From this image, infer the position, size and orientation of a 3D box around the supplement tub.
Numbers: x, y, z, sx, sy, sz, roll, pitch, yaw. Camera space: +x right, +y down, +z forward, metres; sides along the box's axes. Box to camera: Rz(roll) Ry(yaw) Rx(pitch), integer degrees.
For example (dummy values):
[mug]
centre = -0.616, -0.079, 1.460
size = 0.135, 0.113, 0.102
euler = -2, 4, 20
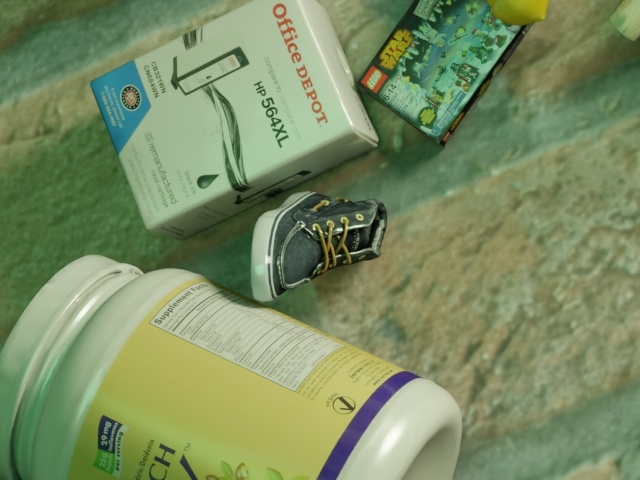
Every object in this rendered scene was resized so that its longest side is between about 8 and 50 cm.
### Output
[supplement tub]
centre = -0.080, 0.167, 1.604
size = 0.331, 0.241, 0.241
euler = 23, 90, 18

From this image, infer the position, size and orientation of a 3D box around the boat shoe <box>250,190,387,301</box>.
[boat shoe]
centre = 0.000, 0.000, 1.637
size = 0.083, 0.183, 0.065
euler = 1, 110, 14

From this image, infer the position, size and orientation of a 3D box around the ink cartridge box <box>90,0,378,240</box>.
[ink cartridge box]
centre = -0.074, -0.110, 1.719
size = 0.203, 0.086, 0.148
euler = -26, 76, 13

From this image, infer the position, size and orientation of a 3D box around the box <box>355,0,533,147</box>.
[box]
centre = 0.107, -0.161, 1.702
size = 0.094, 0.027, 0.137
euler = 36, 94, 19

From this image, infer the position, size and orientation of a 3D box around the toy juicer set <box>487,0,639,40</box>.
[toy juicer set]
centre = 0.200, -0.264, 1.580
size = 0.329, 0.089, 0.209
euler = 36, 100, 51
